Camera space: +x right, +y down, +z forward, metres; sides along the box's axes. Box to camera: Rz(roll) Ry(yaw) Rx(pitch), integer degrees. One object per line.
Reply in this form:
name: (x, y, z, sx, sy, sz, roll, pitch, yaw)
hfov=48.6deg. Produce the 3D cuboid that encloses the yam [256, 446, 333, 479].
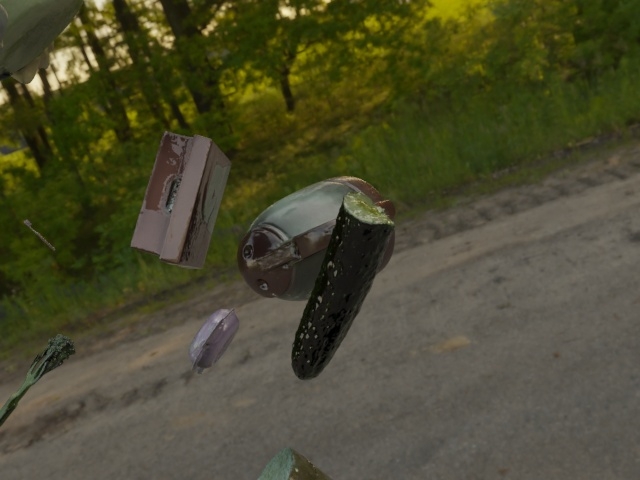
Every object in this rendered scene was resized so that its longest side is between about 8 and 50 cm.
yam: (0.046, 0.297, 0.649, 0.093, 0.259, 0.093, -49, 12, 14)

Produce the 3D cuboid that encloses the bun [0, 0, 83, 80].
bun: (-0.530, -0.390, 1.151, 0.283, 0.179, 0.283, -41, 12, 11)

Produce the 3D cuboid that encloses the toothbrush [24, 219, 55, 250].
toothbrush: (-0.580, -0.010, 1.468, 0.008, 0.097, 0.006, -37, 44, -7)

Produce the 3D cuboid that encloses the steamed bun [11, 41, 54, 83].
steamed bun: (-0.712, -0.412, 1.314, 0.247, 0.428, 0.189, -23, 51, 53)

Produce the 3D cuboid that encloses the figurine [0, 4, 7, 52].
figurine: (-0.418, -0.244, 0.779, 0.133, 0.176, 0.236, -9, 29, -19)

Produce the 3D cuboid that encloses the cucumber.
cucumber: (0.015, 0.053, 0.661, 0.052, 0.214, 0.058, 25, 34, 8)

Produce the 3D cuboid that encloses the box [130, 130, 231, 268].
box: (-0.234, -0.062, 1.215, 0.086, 0.215, 0.215, 15, -4, 3)

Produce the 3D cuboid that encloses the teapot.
teapot: (0.000, 0.000, 1.406, 0.315, 0.233, 0.312, -26, -2, 44)

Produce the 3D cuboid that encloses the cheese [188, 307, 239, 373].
cheese: (-0.154, 0.147, 1.027, 0.105, 0.042, 0.191, -55, -5, -18)

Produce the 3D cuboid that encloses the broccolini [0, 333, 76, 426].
broccolini: (-0.370, 0.182, 0.916, 0.030, 0.035, 0.140, 25, 73, 39)
